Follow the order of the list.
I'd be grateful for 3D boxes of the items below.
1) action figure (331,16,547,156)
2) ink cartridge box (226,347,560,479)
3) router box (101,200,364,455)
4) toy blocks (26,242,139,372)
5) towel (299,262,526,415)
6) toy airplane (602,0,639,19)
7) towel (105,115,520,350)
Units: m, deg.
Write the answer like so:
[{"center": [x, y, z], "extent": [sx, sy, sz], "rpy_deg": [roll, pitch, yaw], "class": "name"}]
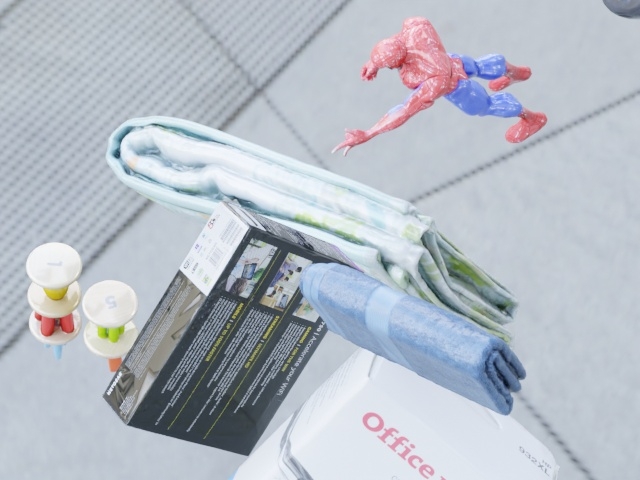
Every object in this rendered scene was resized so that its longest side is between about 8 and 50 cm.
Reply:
[{"center": [0.096, -0.136, 1.630], "extent": [0.139, 0.280, 0.091], "rpy_deg": [-26, 71, 23], "class": "action figure"}, {"center": [0.043, 0.266, 1.665], "extent": [0.223, 0.307, 0.129], "rpy_deg": [41, 25, -6], "class": "ink cartridge box"}, {"center": [-0.065, 0.071, 1.308], "extent": [0.133, 0.179, 0.046], "rpy_deg": [23, 14, -45], "class": "router box"}, {"center": [-0.230, 0.083, 1.671], "extent": [0.123, 0.148, 0.054], "rpy_deg": [33, 57, 16], "class": "toy blocks"}, {"center": [0.048, 0.047, 0.892], "extent": [0.119, 0.067, 0.029], "rpy_deg": [25, 75, 31], "class": "towel"}, {"center": [0.290, -0.315, 0.960], "extent": [0.386, 0.272, 0.384], "rpy_deg": [-48, 110, -24], "class": "toy airplane"}, {"center": [0.000, 0.000, 1.769], "extent": [0.374, 0.320, 0.090], "rpy_deg": [22, 81, 31], "class": "towel"}]
